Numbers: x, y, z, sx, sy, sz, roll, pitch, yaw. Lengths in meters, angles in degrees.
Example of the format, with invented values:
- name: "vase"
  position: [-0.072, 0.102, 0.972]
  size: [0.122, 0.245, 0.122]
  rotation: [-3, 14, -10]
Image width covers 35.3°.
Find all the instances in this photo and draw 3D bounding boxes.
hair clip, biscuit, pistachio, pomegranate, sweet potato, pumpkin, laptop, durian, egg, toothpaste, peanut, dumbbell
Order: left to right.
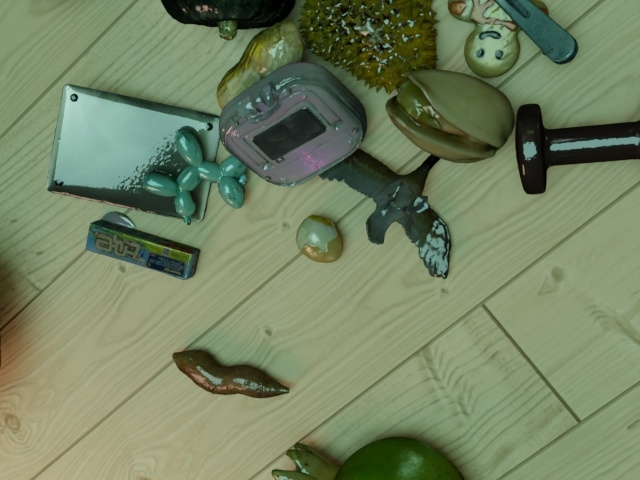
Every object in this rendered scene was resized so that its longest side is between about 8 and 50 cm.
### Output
- name: "laptop"
  position: [-0.310, -0.143, 1.679]
  size: [0.269, 0.015, 0.187]
  rotation: [12, 103, -7]
- name: "toothpaste"
  position: [-0.304, 0.005, 1.730]
  size: [0.193, 0.044, 0.070]
  rotation: [16, 104, 11]
- name: "pumpkin"
  position: [-0.141, -0.383, 1.531]
  size: [0.212, 0.211, 0.152]
  rotation: [4, 109, 14]
- name: "sweet potato"
  position: [-0.158, 0.238, 1.733]
  size: [0.218, 0.051, 0.065]
  rotation: [16, 102, 11]
- name: "peanut"
  position: [-0.093, -0.263, 1.578]
  size: [0.087, 0.087, 0.207]
  rotation: [50, 134, 1]
- name: "egg"
  position: [0.000, 0.000, 1.639]
  size: [0.083, 0.071, 0.071]
  rotation: [37, 107, 2]
- name: "pomegranate"
  position: [0.074, 0.465, 1.631]
  size: [0.358, 0.216, 0.309]
  rotation: [28, 109, 9]
- name: "durian"
  position: [0.072, -0.336, 1.531]
  size: [0.250, 0.138, 0.183]
  rotation: [34, 115, 12]
- name: "pistachio"
  position: [0.198, -0.187, 1.498]
  size: [0.215, 0.144, 0.144]
  rotation: [18, 109, -32]
- name: "biscuit"
  position: [0.270, -0.363, 1.524]
  size: [0.153, 0.030, 0.234]
  rotation: [12, 103, 14]
- name: "hair clip"
  position: [0.268, -0.360, 1.483]
  size: [0.275, 0.083, 0.048]
  rotation: [44, 111, 9]
- name: "dumbbell"
  position: [0.400, -0.141, 1.475]
  size: [0.225, 0.140, 0.124]
  rotation: [-5, 118, 14]

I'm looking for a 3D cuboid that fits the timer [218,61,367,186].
- name: "timer"
  position: [-0.042, -0.174, 1.565]
  size: [0.208, 0.069, 0.191]
  rotation: [-29, 134, 26]

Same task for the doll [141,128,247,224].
- name: "doll"
  position: [-0.193, -0.105, 1.658]
  size: [0.158, 0.059, 0.159]
  rotation: [43, 94, -12]

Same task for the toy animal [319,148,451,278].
- name: "toy animal"
  position: [0.143, -0.069, 1.562]
  size: [0.272, 0.160, 0.197]
  rotation: [44, 105, -4]
